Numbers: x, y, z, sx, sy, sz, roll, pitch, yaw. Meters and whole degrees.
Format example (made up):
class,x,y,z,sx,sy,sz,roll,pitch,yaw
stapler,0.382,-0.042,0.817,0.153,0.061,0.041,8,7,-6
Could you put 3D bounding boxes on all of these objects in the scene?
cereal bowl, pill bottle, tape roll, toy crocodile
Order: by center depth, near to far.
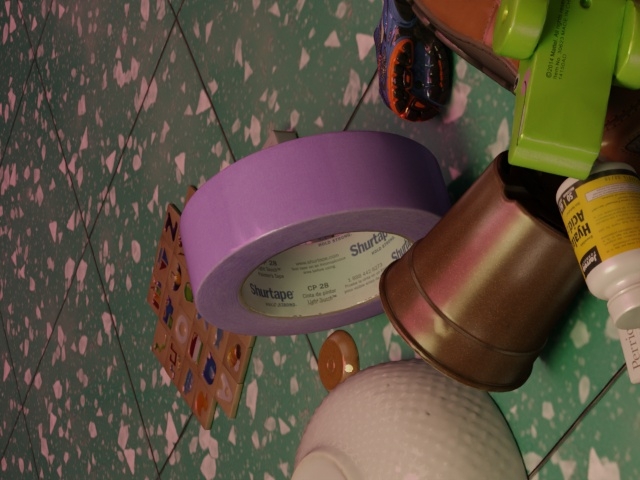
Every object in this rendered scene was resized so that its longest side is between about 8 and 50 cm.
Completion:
class,x,y,z,sx,sy,sz,roll,pitch,yaw
pill bottle,0.223,0.005,0.957,0.065,0.065,0.116,-50,46,47
toy crocodile,0.194,-0.212,0.976,0.105,0.115,0.340,127,150,-78
tape roll,0.000,0.000,1.294,0.275,0.275,0.090,-48,50,48
cereal bowl,0.063,0.291,1.309,0.339,0.141,0.339,-4,85,59

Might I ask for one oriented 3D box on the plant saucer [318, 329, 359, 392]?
class,x,y,z,sx,sy,sz,roll,pitch,yaw
plant saucer,0.018,0.147,1.515,0.083,0.015,0.083,-5,84,59

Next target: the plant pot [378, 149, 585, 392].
class,x,y,z,sx,sy,sz,roll,pitch,yaw
plant pot,0.163,0.020,1.139,0.165,0.167,0.167,-56,42,32

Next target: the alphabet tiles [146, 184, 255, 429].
class,x,y,z,sx,sy,sz,roll,pitch,yaw
alphabet tiles,-0.175,0.094,1.856,0.342,0.011,0.285,45,126,51

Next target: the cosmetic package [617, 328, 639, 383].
class,x,y,z,sx,sy,sz,roll,pitch,yaw
cosmetic package,0.316,0.020,0.940,0.231,0.085,0.117,-39,55,51

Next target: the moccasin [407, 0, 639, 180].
class,x,y,z,sx,sy,sz,roll,pitch,yaw
moccasin,0.191,-0.201,1.117,0.147,0.139,0.380,-56,38,15

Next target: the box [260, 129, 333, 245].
class,x,y,z,sx,sy,sz,roll,pitch,yaw
box,-0.049,-0.022,1.617,0.145,0.038,0.186,-55,45,44

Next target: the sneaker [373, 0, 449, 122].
class,x,y,z,sx,sy,sz,roll,pitch,yaw
sneaker,0.090,-0.236,1.349,0.087,0.083,0.221,-165,81,-67
